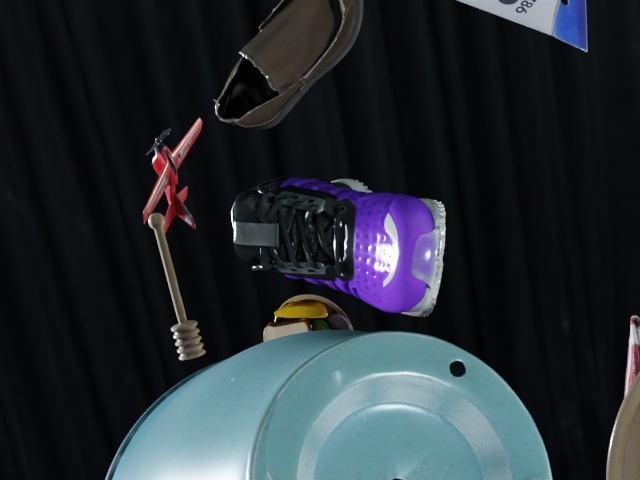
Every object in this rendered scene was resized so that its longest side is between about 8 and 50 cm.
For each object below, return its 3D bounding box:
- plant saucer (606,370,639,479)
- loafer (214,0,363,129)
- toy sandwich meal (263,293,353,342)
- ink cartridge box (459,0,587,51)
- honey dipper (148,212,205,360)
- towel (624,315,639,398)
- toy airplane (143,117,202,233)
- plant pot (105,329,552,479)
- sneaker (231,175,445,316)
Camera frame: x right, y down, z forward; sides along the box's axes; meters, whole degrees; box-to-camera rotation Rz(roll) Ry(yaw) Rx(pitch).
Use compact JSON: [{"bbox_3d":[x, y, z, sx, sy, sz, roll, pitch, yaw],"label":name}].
[{"bbox_3d":[0.340,0.162,1.186,0.277,0.278,0.041,-9,-169,2],"label":"plant saucer"},{"bbox_3d":[-0.034,-0.183,1.658,0.080,0.220,0.078,45,-143,13],"label":"loafer"},{"bbox_3d":[-0.011,0.086,1.478,0.085,0.086,0.029,-2,-160,23],"label":"toy sandwich meal"},{"bbox_3d":[0.139,-0.317,1.656,0.332,0.065,0.165,18,-128,-19],"label":"ink cartridge box"},{"bbox_3d":[-0.159,0.048,1.787,0.030,0.161,0.030,-15,-175,1],"label":"honey dipper"},{"bbox_3d":[0.327,0.272,1.686,0.037,0.237,0.329,1,-123,8],"label":"towel"},{"bbox_3d":[-0.168,-0.066,1.876,0.028,0.151,0.151,13,-155,21],"label":"toy airplane"},{"bbox_3d":[0.016,0.174,1.034,0.271,0.272,0.255,-17,169,-22],"label":"plant pot"},{"bbox_3d":[0.000,0.001,1.434,0.146,0.102,0.293,5,-175,-21],"label":"sneaker"}]
